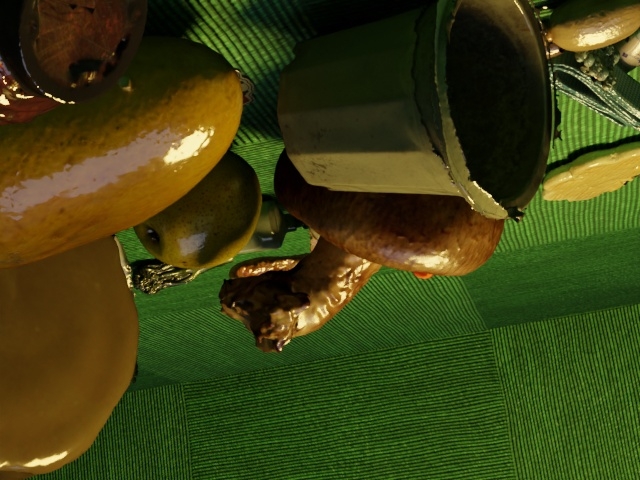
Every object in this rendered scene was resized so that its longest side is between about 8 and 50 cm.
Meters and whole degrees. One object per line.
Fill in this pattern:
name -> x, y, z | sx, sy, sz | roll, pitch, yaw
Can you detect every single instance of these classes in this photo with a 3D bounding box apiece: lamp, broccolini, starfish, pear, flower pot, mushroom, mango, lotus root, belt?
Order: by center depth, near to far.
lamp -> -0.269, -0.212, 0.960 | 0.247, 0.247, 0.247 | -8, 165, -2
flower pot -> 0.104, -0.162, 1.311 | 0.259, 0.290, 0.290 | 0, 172, 37
mango -> -0.292, -0.114, 1.331 | 0.445, 0.220, 0.301 | -24, 154, 19
lotus root -> 0.323, -0.260, 1.376 | 0.150, 0.062, 0.073 | -15, 163, 17
belt -> 0.374, -0.206, 1.500 | 0.179, 0.065, 0.100 | 26, 154, -21
mushroom -> 0.079, -0.009, 1.575 | 0.334, 0.356, 0.331 | 10, 173, -32
pear -> -0.178, -0.053, 1.664 | 0.198, 0.198, 0.198 | -8, 165, -2
starfish -> 0.008, 0.007, 1.952 | 0.327, 0.094, 0.375 | -9, 140, -54
broccolini -> -0.269, 0.065, 2.261 | 0.203, 0.068, 0.091 | -9, 146, 1

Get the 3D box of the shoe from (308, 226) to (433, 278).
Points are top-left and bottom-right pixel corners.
shoe -> 0.158, -0.028, 1.817 | 0.336, 0.171, 0.132 | -20, 156, -26

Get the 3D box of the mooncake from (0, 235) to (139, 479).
mooncake -> -0.503, 0.132, 1.687 | 0.467, 0.467, 0.262 | 7, 165, -44

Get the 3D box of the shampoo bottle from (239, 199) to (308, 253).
shampoo bottle -> -0.136, -0.020, 1.973 | 0.234, 0.087, 0.118 | -8, 172, -3

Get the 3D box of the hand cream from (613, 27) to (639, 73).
hand cream -> 0.393, -0.237, 1.534 | 0.065, 0.043, 0.171 | 9, 157, -30

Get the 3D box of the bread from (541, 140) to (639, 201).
bread -> 0.487, -0.122, 2.017 | 0.182, 0.039, 0.251 | 2, 162, -31

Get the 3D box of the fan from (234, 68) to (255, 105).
fan -> -0.193, -0.181, 1.501 | 0.220, 0.009, 0.132 | -11, 162, 7

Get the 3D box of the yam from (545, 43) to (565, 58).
yam -> 0.184, -0.219, 1.487 | 0.264, 0.046, 0.046 | -16, 163, 25

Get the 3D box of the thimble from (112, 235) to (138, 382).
thimble -> -0.413, 0.130, 2.051 | 0.150, 0.271, 0.271 | -6, 165, -3
